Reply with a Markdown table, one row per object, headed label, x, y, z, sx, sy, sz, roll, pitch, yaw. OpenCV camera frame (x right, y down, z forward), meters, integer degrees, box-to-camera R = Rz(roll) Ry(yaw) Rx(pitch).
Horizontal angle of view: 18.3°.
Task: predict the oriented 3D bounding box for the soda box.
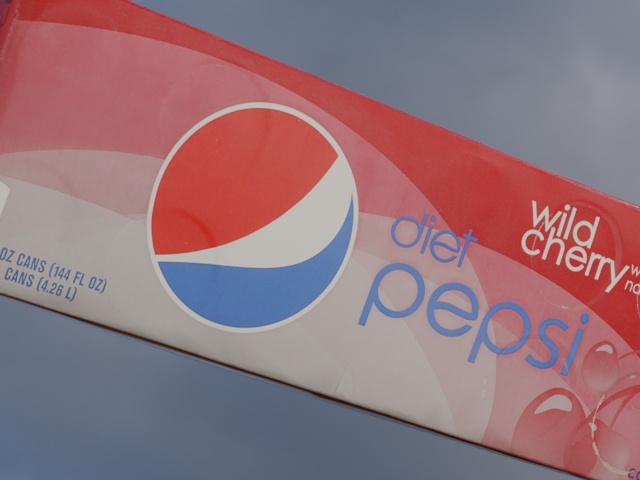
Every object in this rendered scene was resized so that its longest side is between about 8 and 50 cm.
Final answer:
| label | x | y | z | sx | sy | sz | roll | pitch | yaw |
| --- | --- | --- | --- | --- | --- | --- | --- | --- | --- |
| soda box | 0.000 | 0.000 | 0.611 | 0.263 | 0.092 | 0.083 | 19 | 0 | -28 |
